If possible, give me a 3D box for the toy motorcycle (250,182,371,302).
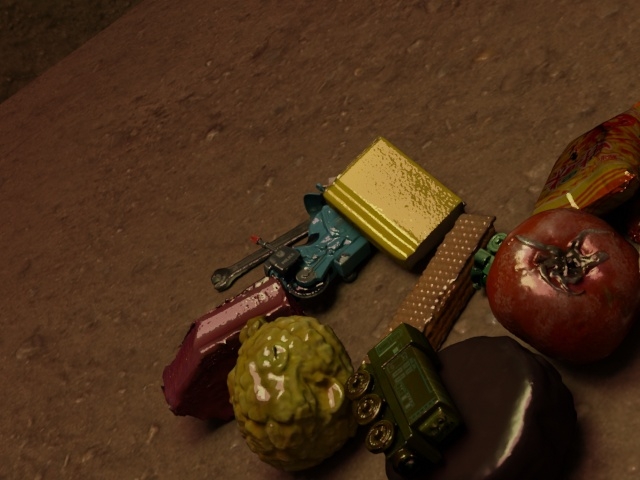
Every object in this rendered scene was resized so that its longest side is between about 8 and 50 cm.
[{"bbox_3d":[0.000,0.000,2.197,0.182,0.123,0.272,31,62,35],"label":"toy motorcycle"}]

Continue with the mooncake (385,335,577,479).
[{"bbox_3d":[0.228,0.276,1.678,0.283,0.141,0.283,-33,34,26],"label":"mooncake"}]

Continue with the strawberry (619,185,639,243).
[{"bbox_3d":[0.523,-0.040,1.835,0.104,0.048,0.152,-50,33,-8],"label":"strawberry"}]

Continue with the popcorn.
[{"bbox_3d":[-0.052,0.233,1.902,0.206,0.237,0.251,-22,42,-17],"label":"popcorn"}]

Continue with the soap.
[{"bbox_3d":[-0.152,0.204,2.074,0.289,0.182,0.112,-30,38,4],"label":"soap"}]

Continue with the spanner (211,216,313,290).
[{"bbox_3d":[-0.093,0.015,2.366,0.302,0.017,0.071,-32,36,10],"label":"spanner"}]

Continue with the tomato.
[{"bbox_3d":[0.361,0.067,1.730,0.232,0.188,0.232,-1,60,2],"label":"tomato"}]

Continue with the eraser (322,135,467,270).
[{"bbox_3d":[0.131,-0.067,2.116,0.158,0.069,0.226,-45,63,-6],"label":"eraser"}]

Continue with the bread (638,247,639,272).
[{"bbox_3d":[0.535,0.046,1.654,0.141,0.134,0.148,-17,52,29],"label":"bread"}]

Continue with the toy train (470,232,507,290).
[{"bbox_3d":[0.314,0.058,1.902,0.104,0.071,0.178,-53,37,-1],"label":"toy train"}]

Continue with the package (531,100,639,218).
[{"bbox_3d":[0.445,-0.105,1.882,0.223,0.108,0.288,-38,14,44],"label":"package"}]

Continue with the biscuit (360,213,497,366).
[{"bbox_3d":[0.180,0.116,1.971,0.094,0.054,0.379,9,58,48],"label":"biscuit"}]

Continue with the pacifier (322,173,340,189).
[{"bbox_3d":[0.046,-0.091,2.325,0.099,0.081,0.078,-14,74,44],"label":"pacifier"}]

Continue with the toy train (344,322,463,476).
[{"bbox_3d":[0.119,0.226,1.659,0.137,0.090,0.225,-42,32,11],"label":"toy train"}]
